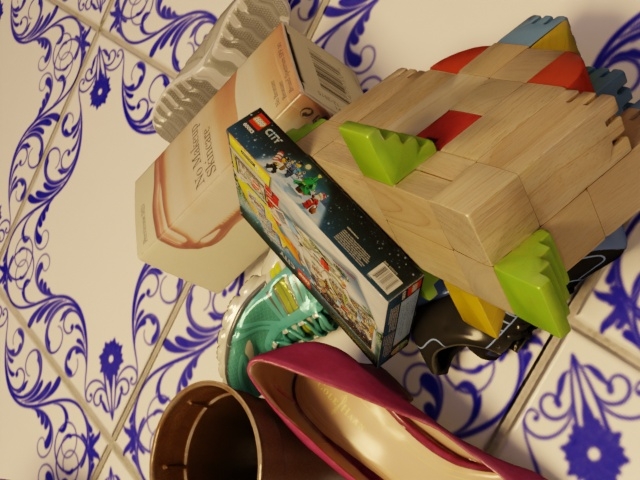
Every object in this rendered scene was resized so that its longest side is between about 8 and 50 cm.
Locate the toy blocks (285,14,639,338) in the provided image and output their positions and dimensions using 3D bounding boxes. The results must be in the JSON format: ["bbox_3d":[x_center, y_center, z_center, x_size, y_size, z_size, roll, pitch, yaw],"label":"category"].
[{"bbox_3d":[0.155,-0.094,0.717,0.261,0.190,0.381,-38,29,-13],"label":"toy blocks"}]

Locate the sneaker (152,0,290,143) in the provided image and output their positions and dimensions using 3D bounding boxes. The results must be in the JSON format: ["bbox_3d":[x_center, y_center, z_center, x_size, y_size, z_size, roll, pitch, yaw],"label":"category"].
[{"bbox_3d":[-0.124,-0.234,1.110,0.281,0.105,0.115,-43,20,30],"label":"sneaker"}]

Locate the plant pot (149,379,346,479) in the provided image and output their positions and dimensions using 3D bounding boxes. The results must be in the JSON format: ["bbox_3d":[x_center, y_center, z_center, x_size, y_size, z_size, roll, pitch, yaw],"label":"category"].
[{"bbox_3d":[-0.064,0.238,0.865,0.167,0.165,0.166,-13,70,39],"label":"plant pot"}]

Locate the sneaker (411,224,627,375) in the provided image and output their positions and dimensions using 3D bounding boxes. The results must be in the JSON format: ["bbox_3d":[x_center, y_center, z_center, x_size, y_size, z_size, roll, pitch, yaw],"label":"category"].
[{"bbox_3d":[0.183,0.056,0.758,0.232,0.081,0.090,-28,70,38],"label":"sneaker"}]

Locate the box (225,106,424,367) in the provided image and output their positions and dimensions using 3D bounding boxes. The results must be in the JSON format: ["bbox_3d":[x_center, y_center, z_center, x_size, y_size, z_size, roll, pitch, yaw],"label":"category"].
[{"bbox_3d":[0.000,0.000,0.793,0.044,0.159,0.233,-36,67,-17],"label":"box"}]

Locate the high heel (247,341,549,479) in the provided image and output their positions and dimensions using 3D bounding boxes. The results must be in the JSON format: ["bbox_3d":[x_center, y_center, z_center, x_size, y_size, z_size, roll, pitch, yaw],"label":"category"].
[{"bbox_3d":[0.085,0.223,0.724,0.377,0.181,0.127,34,102,42],"label":"high heel"}]

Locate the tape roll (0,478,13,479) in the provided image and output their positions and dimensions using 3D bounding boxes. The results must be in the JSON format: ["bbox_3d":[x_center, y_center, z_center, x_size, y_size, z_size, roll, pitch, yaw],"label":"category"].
[{"bbox_3d":[-0.438,0.459,1.064,0.090,0.275,0.274,7,84,42],"label":"tape roll"}]

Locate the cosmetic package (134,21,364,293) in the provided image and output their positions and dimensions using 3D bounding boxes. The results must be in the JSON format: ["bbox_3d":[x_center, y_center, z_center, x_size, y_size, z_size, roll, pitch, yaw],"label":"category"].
[{"bbox_3d":[-0.086,-0.092,0.976,0.296,0.129,0.153,-43,41,25],"label":"cosmetic package"}]

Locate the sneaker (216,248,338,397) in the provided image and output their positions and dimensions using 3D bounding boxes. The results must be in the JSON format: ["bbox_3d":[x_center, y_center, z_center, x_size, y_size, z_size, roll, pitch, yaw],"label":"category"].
[{"bbox_3d":[-0.024,0.071,0.921,0.110,0.107,0.275,39,105,31],"label":"sneaker"}]
